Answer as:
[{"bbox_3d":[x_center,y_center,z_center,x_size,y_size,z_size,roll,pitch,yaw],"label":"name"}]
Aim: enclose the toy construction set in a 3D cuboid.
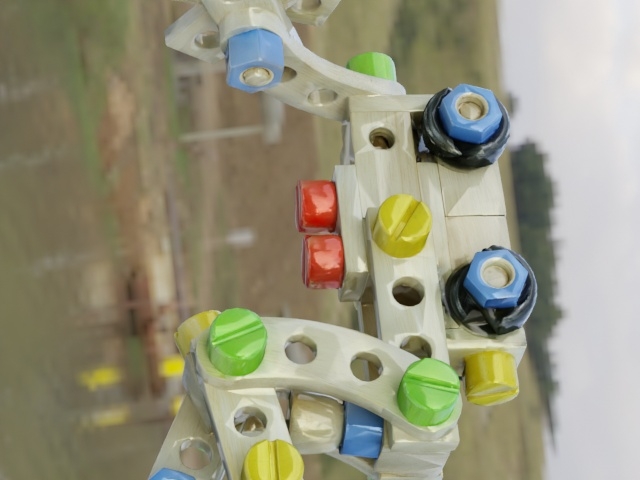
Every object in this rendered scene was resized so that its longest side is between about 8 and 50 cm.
[{"bbox_3d":[0.000,0.000,1.007,0.151,0.215,0.328,116,-29,-73],"label":"toy construction set"}]
